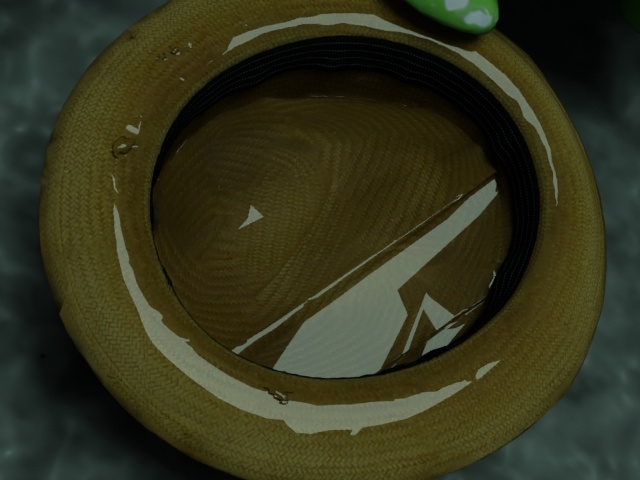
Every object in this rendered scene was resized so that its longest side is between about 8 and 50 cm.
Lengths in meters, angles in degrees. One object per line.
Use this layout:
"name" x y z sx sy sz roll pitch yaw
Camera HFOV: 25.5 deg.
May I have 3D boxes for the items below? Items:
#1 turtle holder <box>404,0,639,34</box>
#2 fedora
"turtle holder" 0.080 -0.229 0.481 0.320 0.227 0.243 23 39 -18
"fedora" 0.000 0.000 0.477 0.194 0.079 0.194 6 67 -15
